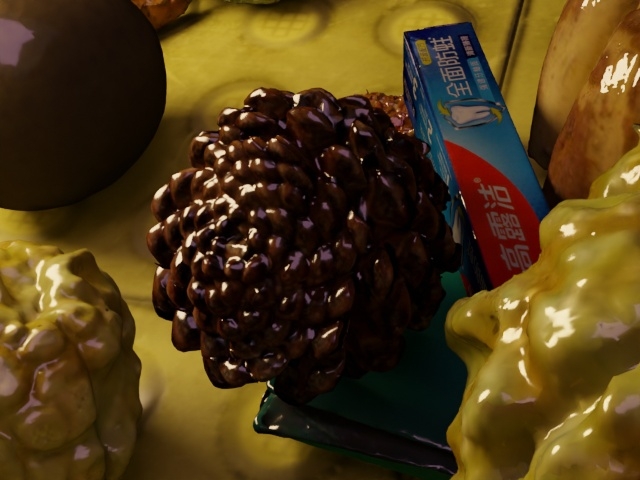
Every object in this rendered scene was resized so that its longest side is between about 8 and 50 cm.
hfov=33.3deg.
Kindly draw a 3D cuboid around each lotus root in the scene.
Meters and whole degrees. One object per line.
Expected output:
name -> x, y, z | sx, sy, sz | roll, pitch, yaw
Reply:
lotus root -> 0.285, -0.115, 0.827 | 0.316, 0.250, 0.316 | -4, 38, 3

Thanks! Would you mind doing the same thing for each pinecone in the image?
pinecone -> 0.000, 0.000, 0.744 | 0.222, 0.221, 0.221 | -5, 46, 6

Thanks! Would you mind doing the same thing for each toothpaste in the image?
toothpaste -> 0.126, -0.048, 0.844 | 0.066, 0.076, 0.320 | -9, 47, -4

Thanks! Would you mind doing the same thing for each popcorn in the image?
popcorn -> -0.229, 0.112, 0.771 | 0.181, 0.216, 0.235 | -2, 33, -29
popcorn -> 0.189, 0.110, 0.571 | 0.274, 0.335, 0.279 | -2, 9, 31

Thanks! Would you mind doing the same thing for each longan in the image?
longan -> -0.264, -0.149, 1.001 | 0.248, 0.248, 0.248 | -5, 46, 6

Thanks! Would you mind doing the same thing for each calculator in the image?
calculator -> 0.111, 0.072, 0.829 | 0.248, 0.058, 0.274 | 13, 50, 21

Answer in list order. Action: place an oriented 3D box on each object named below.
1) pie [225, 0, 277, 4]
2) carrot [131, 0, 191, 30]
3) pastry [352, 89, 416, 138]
pie -> -0.115, -0.340, 1.241 | 0.248, 0.090, 0.201 | 28, 50, 31
carrot -> -0.286, -0.214, 1.183 | 0.314, 0.066, 0.066 | -22, 47, -16
pastry -> 0.084, -0.104, 1.000 | 0.170, 0.063, 0.087 | 4, 50, 13
